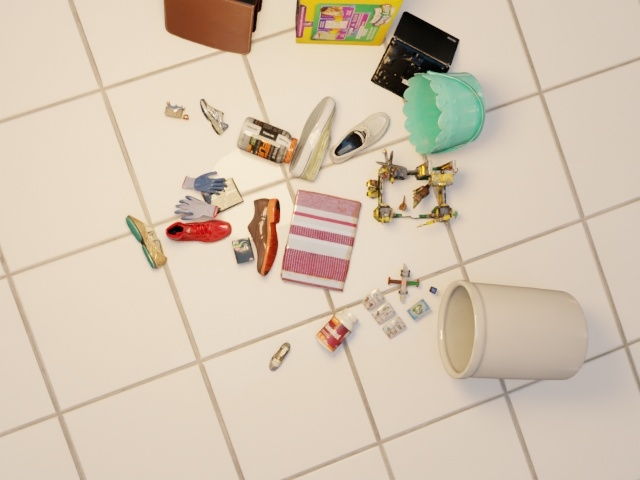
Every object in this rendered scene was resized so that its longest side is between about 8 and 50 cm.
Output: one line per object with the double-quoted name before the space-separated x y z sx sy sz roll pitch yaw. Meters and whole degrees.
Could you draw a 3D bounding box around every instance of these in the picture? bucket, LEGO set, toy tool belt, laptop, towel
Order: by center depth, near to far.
"bucket" 0.417 -0.437 1.769 0.182 0.281 0.282 -13 91 -13
"toy tool belt" -0.492 -0.448 1.792 0.083 0.052 0.051 10 97 -6
"LEGO set" 0.332 -0.169 1.794 0.330 0.192 0.255 7 89 -5
"towel" 0.000 0.000 1.843 0.236 0.037 0.330 12 90 -7
"LEGO set" 0.291 0.208 1.871 0.244 0.060 0.183 -37 96 4
"laptop" 0.344 -0.654 1.890 0.234 0.137 0.265 26 113 -4

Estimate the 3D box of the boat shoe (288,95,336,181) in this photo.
"boat shoe" -0.013 -0.352 1.823 0.094 0.109 0.303 25 91 -29

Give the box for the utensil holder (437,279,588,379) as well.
"utensil holder" 0.634 0.305 1.758 0.384 0.327 0.328 4 89 -8

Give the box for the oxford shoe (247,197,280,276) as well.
"oxford shoe" -0.202 -0.012 1.805 0.098 0.097 0.272 4 82 12

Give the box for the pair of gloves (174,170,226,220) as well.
"pair of gloves" -0.405 -0.152 1.765 0.159 0.023 0.198 6 64 11

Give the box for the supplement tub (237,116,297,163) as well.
"supplement tub" -0.181 -0.338 1.787 0.190 0.117 0.117 20 88 -4

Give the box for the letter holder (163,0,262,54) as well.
"letter holder" -0.362 -0.787 1.773 0.301 0.214 0.152 14 56 -4

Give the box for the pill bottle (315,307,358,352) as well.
"pill bottle" 0.059 0.311 1.819 0.086 0.086 0.152 43 86 -3

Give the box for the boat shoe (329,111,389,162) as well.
"boat shoe" 0.144 -0.362 1.832 0.258 0.084 0.095 -42 93 -4

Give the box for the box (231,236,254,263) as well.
"box" -0.268 0.035 1.807 0.062 0.052 0.084 -14 91 -4

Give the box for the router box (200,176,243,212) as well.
"router box" -0.341 -0.152 1.809 0.122 0.038 0.092 -26 92 -5

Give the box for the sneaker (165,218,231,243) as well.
"sneaker" -0.413 -0.027 1.756 0.221 0.128 0.087 -10 90 -5

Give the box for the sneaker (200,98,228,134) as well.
"sneaker" -0.368 -0.436 1.809 0.058 0.052 0.135 -35 100 -14

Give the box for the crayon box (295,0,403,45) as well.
"crayon box" 0.081 -0.753 1.691 0.312 0.363 0.106 -1 89 -5

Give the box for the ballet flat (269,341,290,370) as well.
"ballet flat" -0.144 0.408 1.822 0.041 0.041 0.114 33 87 -4

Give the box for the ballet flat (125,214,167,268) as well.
"ballet flat" -0.589 -0.003 1.781 0.067 0.073 0.206 -30 95 -32
